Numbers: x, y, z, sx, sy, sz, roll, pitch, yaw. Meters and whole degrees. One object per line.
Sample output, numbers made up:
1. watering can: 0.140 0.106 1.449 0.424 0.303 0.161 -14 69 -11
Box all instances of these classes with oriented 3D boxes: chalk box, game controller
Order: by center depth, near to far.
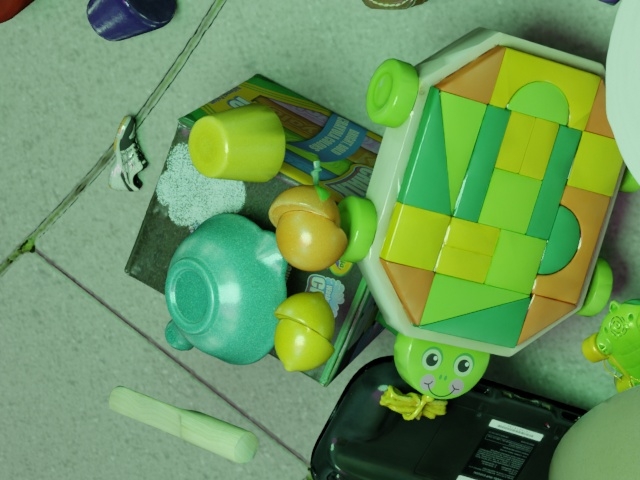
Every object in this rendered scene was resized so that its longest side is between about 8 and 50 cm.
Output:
1. chalk box: 0.000 0.000 1.610 0.289 0.179 0.180 29 118 11
2. game controller: 0.155 0.209 1.613 0.319 0.067 0.166 18 110 -17

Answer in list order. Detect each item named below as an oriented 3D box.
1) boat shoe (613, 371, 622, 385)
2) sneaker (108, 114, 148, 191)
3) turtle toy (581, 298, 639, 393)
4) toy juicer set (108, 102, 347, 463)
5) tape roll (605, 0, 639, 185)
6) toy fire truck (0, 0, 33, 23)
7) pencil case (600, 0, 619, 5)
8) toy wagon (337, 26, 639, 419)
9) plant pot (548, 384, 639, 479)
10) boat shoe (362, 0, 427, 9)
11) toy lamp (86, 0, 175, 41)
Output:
1. boat shoe: 0.332 0.154 1.593 0.135 0.050 0.045 40 138 8
2. sneaker: -0.192 -0.088 1.753 0.037 0.032 0.083 14 120 5
3. turtle toy: 0.302 0.098 1.536 0.130 0.066 0.095 47 133 -12
4. toy juicer set: -0.060 0.064 1.488 0.209 0.089 0.329 39 121 34
5. tape roll: 0.366 -0.137 1.352 0.286 0.100 0.286 -11 75 44
6. toy fire truck: -0.369 -0.239 1.718 0.217 0.158 0.246 3 122 24
7. pencil case: 0.275 -0.265 1.444 0.070 0.064 0.151 49 122 0
8. toy wagon: 0.140 -0.001 1.480 0.267 0.068 0.344 13 97 -26
9. plant pot: 0.341 0.279 1.486 0.284 0.191 0.284 3 133 3
10. boat shoe: 0.039 -0.358 1.486 0.122 0.120 0.324 1 109 24
11. toy lamp: -0.115 -0.267 1.609 0.274 0.080 0.080 -26 97 37
